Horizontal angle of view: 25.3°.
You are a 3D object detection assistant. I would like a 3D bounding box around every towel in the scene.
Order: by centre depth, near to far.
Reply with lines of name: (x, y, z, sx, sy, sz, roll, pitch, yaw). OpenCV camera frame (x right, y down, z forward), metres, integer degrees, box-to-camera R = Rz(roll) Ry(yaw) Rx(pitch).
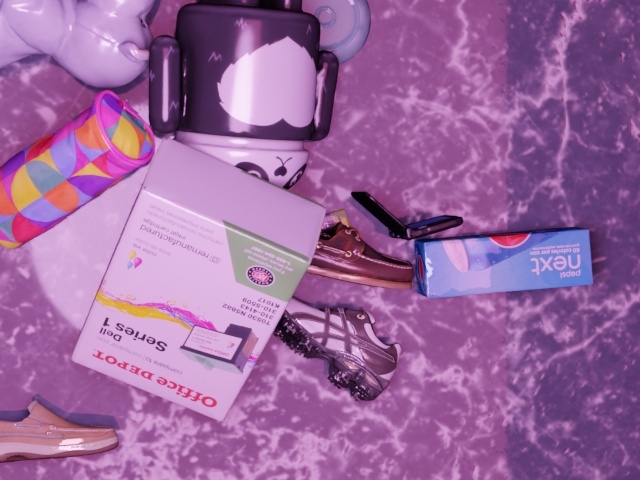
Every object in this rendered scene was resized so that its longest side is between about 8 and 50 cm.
towel: (0.000, 0.000, 1.769, 0.083, 0.009, 0.060, -20, 94, -6)

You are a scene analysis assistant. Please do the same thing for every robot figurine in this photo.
robot figurine: (-0.087, -0.184, 1.662, 0.209, 0.173, 0.278, 5, 97, 2)

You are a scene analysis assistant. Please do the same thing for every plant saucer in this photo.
plant saucer: (0.005, -0.273, 1.751, 0.119, 0.021, 0.119, 0, 93, -7)

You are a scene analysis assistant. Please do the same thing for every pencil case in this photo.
pencil case: (-0.298, -0.080, 1.626, 0.236, 0.104, 0.104, -27, 97, 30)

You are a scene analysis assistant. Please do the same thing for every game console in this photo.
game console: (0.104, -0.039, 1.722, 0.107, 0.122, 0.071, -16, 94, -6)

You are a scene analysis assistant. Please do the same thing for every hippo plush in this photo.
hippo plush: (-0.300, -0.262, 1.608, 0.236, 0.234, 0.294, 15, 90, -7)

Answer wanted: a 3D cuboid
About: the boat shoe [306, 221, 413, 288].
boat shoe: (0.016, 0.013, 1.728, 0.207, 0.073, 0.073, 10, 93, -8)

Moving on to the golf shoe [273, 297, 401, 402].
golf shoe: (0.012, 0.109, 1.752, 0.198, 0.077, 0.094, 41, 70, -9)

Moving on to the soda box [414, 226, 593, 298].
soda box: (0.226, 0.027, 1.769, 0.210, 0.067, 0.071, -5, 93, -7)

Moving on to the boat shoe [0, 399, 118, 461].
boat shoe: (-0.339, 0.227, 1.713, 0.190, 0.068, 0.072, -3, 81, -7)

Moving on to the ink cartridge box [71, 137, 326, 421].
ink cartridge box: (-0.143, 0.051, 1.630, 0.201, 0.117, 0.278, 23, 127, -7)
